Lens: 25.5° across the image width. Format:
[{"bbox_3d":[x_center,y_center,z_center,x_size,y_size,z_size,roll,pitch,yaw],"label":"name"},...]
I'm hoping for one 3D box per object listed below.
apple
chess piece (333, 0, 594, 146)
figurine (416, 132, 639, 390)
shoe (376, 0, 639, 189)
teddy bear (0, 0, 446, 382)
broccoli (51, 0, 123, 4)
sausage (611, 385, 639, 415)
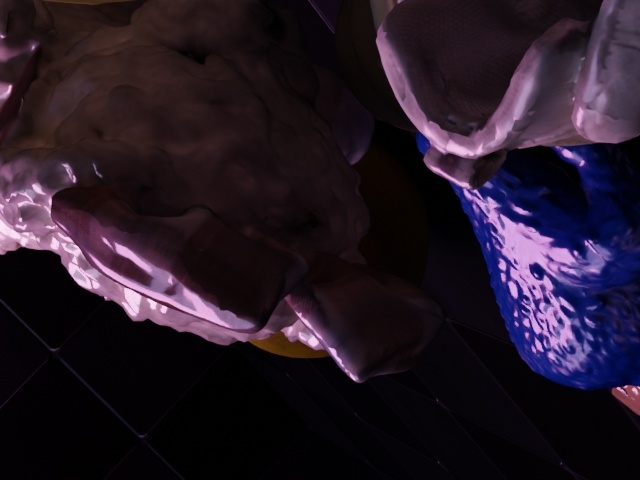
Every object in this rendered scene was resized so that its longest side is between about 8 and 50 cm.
[{"bbox_3d":[0.000,0.000,1.128,0.157,0.196,0.196,15,174,-15],"label":"apple"},{"bbox_3d":[0.076,-0.107,0.670,0.144,0.144,0.251,45,174,-6],"label":"chess piece"},{"bbox_3d":[0.144,0.008,0.839,0.262,0.121,0.164,45,171,2],"label":"figurine"},{"bbox_3d":[0.106,-0.087,0.436,0.132,0.210,0.342,29,161,48],"label":"shoe"},{"bbox_3d":[-0.070,-0.113,0.749,0.327,0.375,0.362,28,158,-36],"label":"teddy bear"},{"bbox_3d":[-0.158,-0.232,0.484,0.353,0.275,0.397,16,-150,-7],"label":"broccoli"},{"bbox_3d":[0.325,0.162,0.924,0.301,0.066,0.066,38,167,31],"label":"sausage"}]
